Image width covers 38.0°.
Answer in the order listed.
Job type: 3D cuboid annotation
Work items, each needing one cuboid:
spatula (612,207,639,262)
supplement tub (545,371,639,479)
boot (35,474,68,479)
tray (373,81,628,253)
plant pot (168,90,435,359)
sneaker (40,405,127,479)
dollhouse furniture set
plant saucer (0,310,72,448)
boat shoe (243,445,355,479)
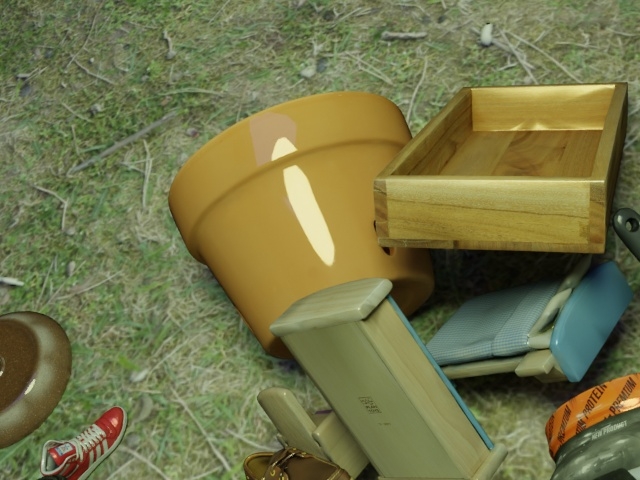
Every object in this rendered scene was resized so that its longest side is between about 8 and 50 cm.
[{"bbox_3d":[0.375,0.084,0.894,0.084,0.030,0.296,-41,99,-9],"label":"spatula"},{"bbox_3d":[0.315,0.292,0.772,0.207,0.207,0.338,-17,55,9],"label":"supplement tub"},{"bbox_3d":[-0.362,0.434,0.965,0.260,0.131,0.348,-20,54,6],"label":"boot"},{"bbox_3d":[0.212,-0.091,0.992,0.203,0.076,0.411,2,22,20],"label":"tray"},{"bbox_3d":[0.000,0.000,1.041,0.291,0.291,0.203,-25,69,3],"label":"plant pot"},{"bbox_3d":[-0.281,0.239,1.100,0.042,0.067,0.118,27,71,31],"label":"sneaker"},{"bbox_3d":[0.107,0.072,0.949,0.303,0.198,0.286,-43,15,-35],"label":"dollhouse furniture set"},{"bbox_3d":[-0.422,0.173,1.212,0.199,0.036,0.198,-9,56,13],"label":"plant saucer"},{"bbox_3d":[-0.030,0.241,0.936,0.064,0.060,0.178,-38,7,-30],"label":"boat shoe"}]
